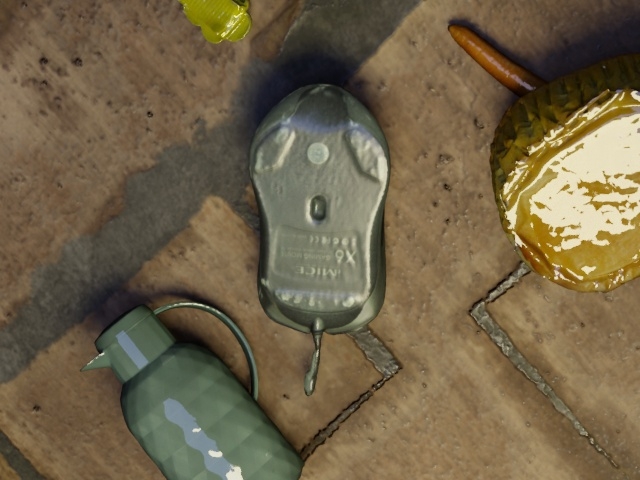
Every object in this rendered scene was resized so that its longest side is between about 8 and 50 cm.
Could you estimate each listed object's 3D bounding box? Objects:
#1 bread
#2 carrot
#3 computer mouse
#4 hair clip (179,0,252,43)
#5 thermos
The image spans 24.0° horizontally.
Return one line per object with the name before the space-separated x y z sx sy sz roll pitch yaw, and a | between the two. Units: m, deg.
bread | 0.313 -0.072 1.641 0.253 0.142 0.227 -28 115 22
carrot | 0.219 -0.188 1.709 0.190 0.037 0.037 35 105 5
computer mouse | 0.000 0.000 1.767 0.167 0.090 0.379 8 107 10
hair clip | -0.151 -0.294 1.761 0.173 0.046 0.072 38 108 4
thermos | -0.144 0.197 1.810 0.182 0.145 0.286 -37 90 -16
